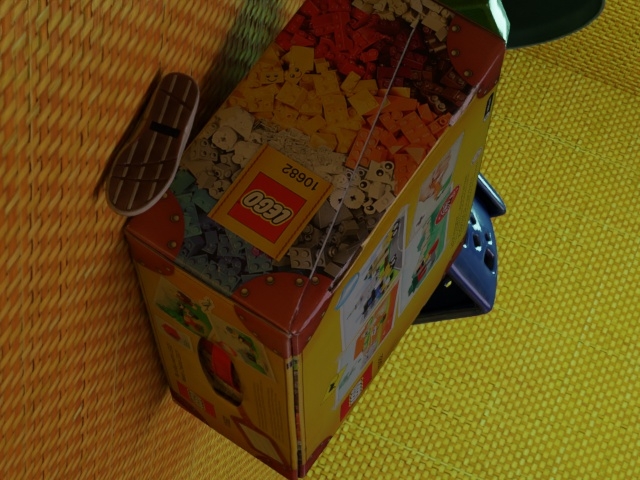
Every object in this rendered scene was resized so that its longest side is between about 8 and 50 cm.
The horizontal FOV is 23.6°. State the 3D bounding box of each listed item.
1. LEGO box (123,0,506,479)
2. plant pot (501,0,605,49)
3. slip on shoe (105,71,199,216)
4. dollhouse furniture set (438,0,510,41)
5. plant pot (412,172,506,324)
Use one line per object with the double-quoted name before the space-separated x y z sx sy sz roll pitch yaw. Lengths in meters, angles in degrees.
"LEGO box" 0.000 0.000 1.632 0.372 0.193 0.500 -53 166 -20
"plant pot" 0.271 -0.431 2.306 0.293 0.293 0.196 80 6 -75
"slip on shoe" -0.140 -0.077 1.280 0.041 0.051 0.135 123 -13 -69
"dollhouse furniture set" 0.196 -0.290 2.018 0.301 0.151 0.198 56 38 -53
"plant pot" 0.121 -0.028 2.200 0.236 0.236 0.212 45 50 -35
